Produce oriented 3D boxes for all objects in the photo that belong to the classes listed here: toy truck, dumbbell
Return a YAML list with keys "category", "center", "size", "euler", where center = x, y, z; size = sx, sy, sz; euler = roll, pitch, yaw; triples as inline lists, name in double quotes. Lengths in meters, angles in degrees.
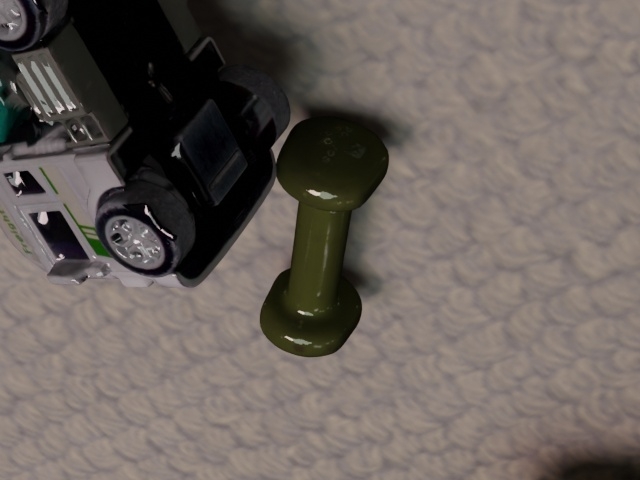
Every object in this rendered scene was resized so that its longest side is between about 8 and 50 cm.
- category: "toy truck"
  center: [-0.117, -0.099, 0.666]
  size: [0.124, 0.114, 0.253]
  euler: [-4, 126, 36]
- category: "dumbbell"
  center: [0.000, 0.000, 0.771]
  size: [0.046, 0.052, 0.118]
  euler: [20, 135, 12]
